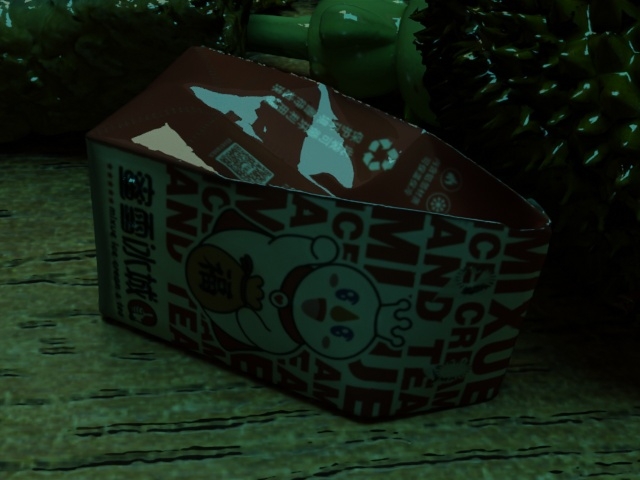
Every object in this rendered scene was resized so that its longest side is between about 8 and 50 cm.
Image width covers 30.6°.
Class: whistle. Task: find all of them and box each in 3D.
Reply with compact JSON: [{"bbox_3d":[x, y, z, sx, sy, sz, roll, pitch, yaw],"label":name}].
[{"bbox_3d":[0.051,-0.158,1.040,0.294,0.141,0.141,-6,37,18],"label":"whistle"}]

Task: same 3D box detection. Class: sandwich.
[{"bbox_3d":[-0.216,-0.212,1.004,0.325,0.131,0.262,-6,44,10],"label":"sandwich"}]

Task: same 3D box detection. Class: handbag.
[{"bbox_3d":[0.000,0.000,0.784,0.298,0.171,0.151,20,41,19],"label":"handbag"}]

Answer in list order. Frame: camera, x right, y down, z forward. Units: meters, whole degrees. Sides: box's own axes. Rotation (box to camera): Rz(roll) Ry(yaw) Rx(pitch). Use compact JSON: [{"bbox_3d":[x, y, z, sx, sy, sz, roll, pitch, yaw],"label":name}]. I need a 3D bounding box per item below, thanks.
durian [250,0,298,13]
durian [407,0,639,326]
[{"bbox_3d":[-0.148,-0.341,1.225,0.341,0.112,0.191,28,45,25],"label":"durian"},{"bbox_3d":[0.243,-0.105,0.814,0.384,0.348,0.348,21,35,-20],"label":"durian"}]
